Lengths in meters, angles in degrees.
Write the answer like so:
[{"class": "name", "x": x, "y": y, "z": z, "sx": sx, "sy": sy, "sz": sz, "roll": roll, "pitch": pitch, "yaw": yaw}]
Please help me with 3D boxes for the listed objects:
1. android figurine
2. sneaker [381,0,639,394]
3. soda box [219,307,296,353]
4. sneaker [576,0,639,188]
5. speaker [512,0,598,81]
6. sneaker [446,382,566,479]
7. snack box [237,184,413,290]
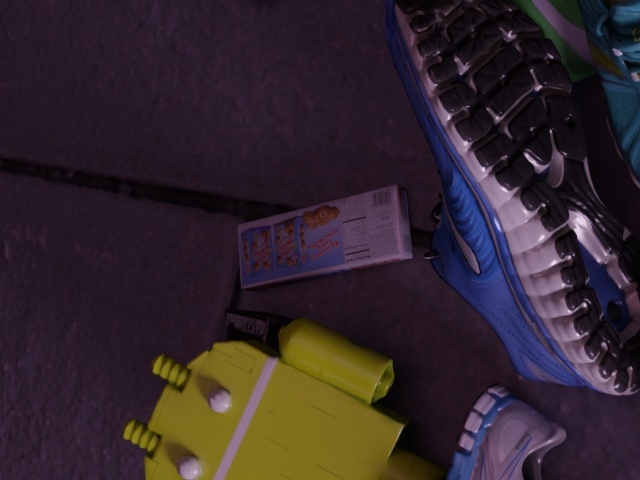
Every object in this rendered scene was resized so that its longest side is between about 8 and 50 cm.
[{"class": "android figurine", "x": -0.037, "y": 0.187, "z": 0.864, "sx": 0.273, "sy": 0.056, "sz": 0.248, "roll": 27, "pitch": 93, "yaw": 15}, {"class": "sneaker", "x": 0.119, "y": -0.032, "z": 0.758, "sx": 0.147, "sy": 0.130, "sz": 0.330, "roll": -20, "pitch": 96, "yaw": 54}, {"class": "soda box", "x": -0.064, "y": 0.149, "z": 0.939, "sx": 0.053, "sy": 0.060, "sz": 0.169, "roll": 10, "pitch": 88, "yaw": 37}, {"class": "sneaker", "x": 0.210, "y": -0.120, "z": 0.656, "sx": 0.107, "sy": 0.110, "sz": 0.275, "roll": -24, "pitch": 90, "yaw": 27}, {"class": "speaker", "x": 0.265, "y": -0.246, "z": 0.736, "sx": 0.296, "sy": 0.131, "sz": 0.131, "roll": -39, "pitch": 62, "yaw": 26}, {"class": "sneaker", "x": 0.129, "y": 0.211, "z": 0.790, "sx": 0.083, "sy": 0.071, "sz": 0.191, "roll": 23, "pitch": 95, "yaw": 30}, {"class": "snack box", "x": 0.000, "y": 0.000, "z": 0.945, "sx": 0.178, "sy": 0.022, "sz": 0.064, "roll": -13, "pitch": 75, "yaw": 32}]
